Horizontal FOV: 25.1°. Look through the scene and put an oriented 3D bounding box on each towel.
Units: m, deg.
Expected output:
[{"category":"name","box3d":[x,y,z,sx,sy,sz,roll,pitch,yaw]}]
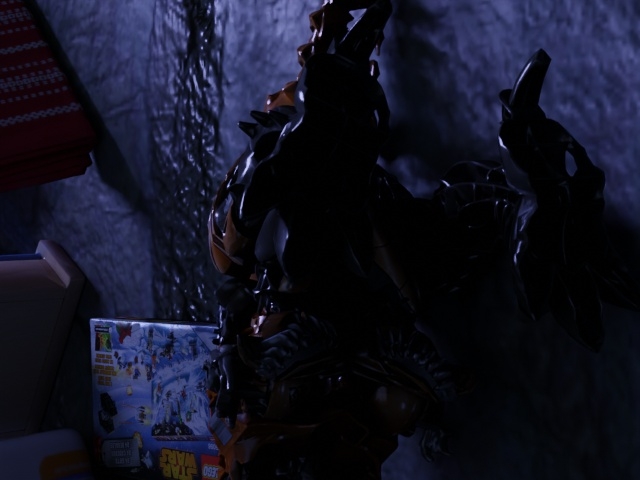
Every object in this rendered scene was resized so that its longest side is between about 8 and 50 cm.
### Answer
[{"category":"towel","box3d":[-0.282,-0.125,0.929,0.275,0.199,0.031,58,152,30]}]

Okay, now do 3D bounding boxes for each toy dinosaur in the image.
[{"category":"toy dinosaur","box3d":[0.000,0.000,0.639,0.218,0.164,0.322,-29,73,63]}]

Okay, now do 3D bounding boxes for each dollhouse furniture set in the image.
[{"category":"dollhouse furniture set","box3d":[-0.345,0.044,1.003,0.303,0.198,0.286,44,124,39]}]

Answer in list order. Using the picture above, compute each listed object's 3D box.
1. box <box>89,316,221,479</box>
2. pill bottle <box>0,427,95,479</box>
[{"category":"box","box3d":[-0.086,0.092,0.830,0.137,0.027,0.094,0,91,50]},{"category":"pill bottle","box3d":[-0.185,0.260,0.857,0.152,0.152,0.272,-23,79,48]}]
